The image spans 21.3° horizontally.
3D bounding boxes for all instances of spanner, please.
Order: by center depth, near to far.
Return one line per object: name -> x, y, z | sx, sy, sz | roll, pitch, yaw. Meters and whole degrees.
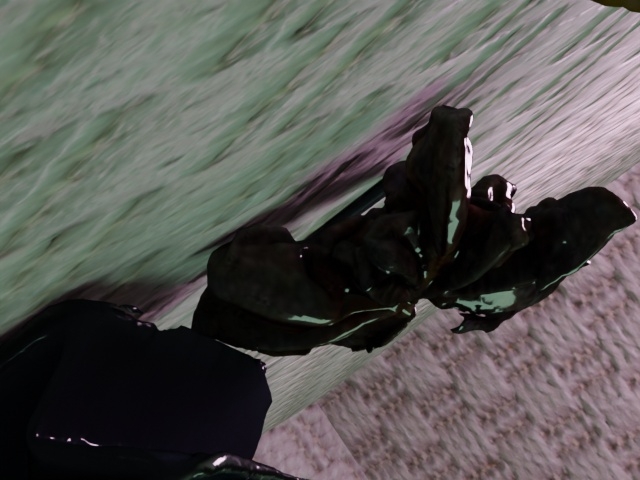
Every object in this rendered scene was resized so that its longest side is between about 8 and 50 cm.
spanner -> 0.000, 0.000, 1.221 | 0.208, 0.012, 0.046 | -38, 173, 28

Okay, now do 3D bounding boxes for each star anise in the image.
star anise -> 0.049, 0.006, 1.052 | 0.282, 0.129, 0.212 | -23, 171, 13

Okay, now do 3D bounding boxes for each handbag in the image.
handbag -> -0.179, 0.170, 0.983 | 0.329, 0.122, 0.303 | -30, 162, 8

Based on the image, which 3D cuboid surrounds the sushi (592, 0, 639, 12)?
sushi -> 0.174, -0.145, 0.468 | 0.296, 0.167, 0.179 | -41, 155, -13
